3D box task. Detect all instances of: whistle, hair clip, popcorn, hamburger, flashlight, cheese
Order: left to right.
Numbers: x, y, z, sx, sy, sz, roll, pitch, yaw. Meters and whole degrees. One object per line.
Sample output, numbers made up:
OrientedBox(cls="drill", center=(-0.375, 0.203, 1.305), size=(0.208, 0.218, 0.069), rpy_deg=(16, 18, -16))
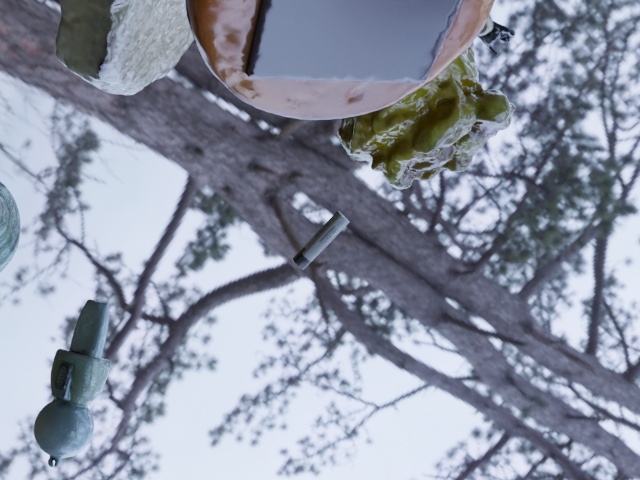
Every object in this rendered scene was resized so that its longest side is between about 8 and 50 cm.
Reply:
OrientedBox(cls="whistle", center=(-0.145, 0.085, 0.531), size=(0.035, 0.035, 0.100), rpy_deg=(-2, -108, 58))
OrientedBox(cls="cheese", center=(-0.244, -0.346, 1.235), size=(0.318, 0.115, 0.326), rpy_deg=(-53, 172, 11))
OrientedBox(cls="flashlight", center=(0.000, 0.000, 1.098), size=(0.083, 0.018, 0.018), rpy_deg=(-46, -157, 6))
OrientedBox(cls="hamburger", center=(0.009, -0.262, 0.758), size=(0.291, 0.291, 0.225), rpy_deg=(-35, -131, 30))
OrientedBox(cls="popcorn", center=(0.115, -0.141, 1.010), size=(0.198, 0.155, 0.197), rpy_deg=(-35, 177, -2))
OrientedBox(cls="hair clip", center=(0.246, -0.389, 1.513), size=(0.056, 0.187, 0.146), rpy_deg=(-51, -172, -11))

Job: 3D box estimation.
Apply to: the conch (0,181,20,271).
OrientedBox(cls="conch", center=(-0.430, -0.028, 1.016), size=(0.122, 0.188, 0.175), rpy_deg=(55, 36, -75))
